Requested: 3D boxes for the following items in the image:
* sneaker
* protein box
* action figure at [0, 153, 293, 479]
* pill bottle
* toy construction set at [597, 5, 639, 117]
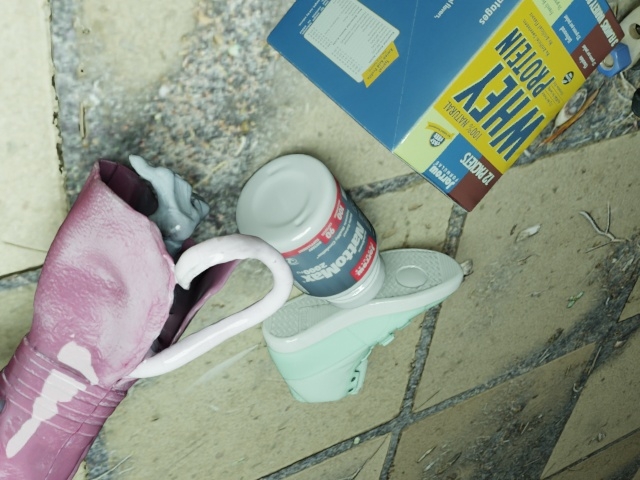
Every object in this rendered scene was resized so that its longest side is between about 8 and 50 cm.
[{"bbox_3d":[0.060,0.110,1.006,0.255,0.094,0.151,-21,132,-10],"label":"sneaker"},{"bbox_3d":[0.101,-0.174,0.695,0.200,0.201,0.136,-50,141,9],"label":"protein box"},{"bbox_3d":[-0.198,0.118,0.681,0.370,0.275,0.248,-57,147,-4],"label":"action figure"},{"bbox_3d":[0.000,0.000,0.848,0.108,0.108,0.180,-43,141,1],"label":"pill bottle"},{"bbox_3d":[0.472,-0.271,0.872,0.308,0.257,0.237,-9,125,-7],"label":"toy construction set"}]
